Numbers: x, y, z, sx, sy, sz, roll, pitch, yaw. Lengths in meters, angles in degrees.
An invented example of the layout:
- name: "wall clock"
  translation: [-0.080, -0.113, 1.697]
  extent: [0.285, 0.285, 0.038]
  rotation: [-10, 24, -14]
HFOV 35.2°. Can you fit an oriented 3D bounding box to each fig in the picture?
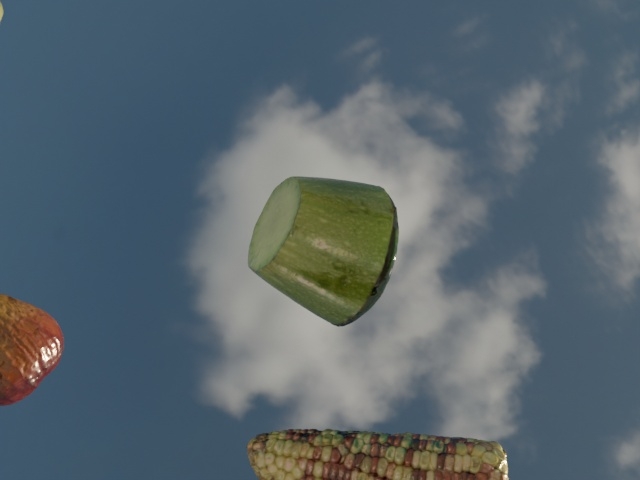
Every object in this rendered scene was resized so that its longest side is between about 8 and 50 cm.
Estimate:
- name: "fig"
  translation: [-0.340, 0.099, 1.102]
  extent: [0.119, 0.119, 0.152]
  rotation: [16, -66, 33]

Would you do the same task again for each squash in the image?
- name: "squash"
  translation: [0.000, 0.000, 1.140]
  extent: [0.170, 0.123, 0.170]
  rotation: [-49, -152, 38]

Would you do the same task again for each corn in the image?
- name: "corn"
  translation: [0.054, 0.225, 0.967]
  extent: [0.254, 0.086, 0.086]
  rotation: [3, -107, 8]

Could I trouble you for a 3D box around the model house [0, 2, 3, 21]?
- name: "model house"
  translation: [-0.442, -0.241, 1.015]
  extent: [0.325, 0.194, 0.267]
  rotation: [11, -92, 42]
